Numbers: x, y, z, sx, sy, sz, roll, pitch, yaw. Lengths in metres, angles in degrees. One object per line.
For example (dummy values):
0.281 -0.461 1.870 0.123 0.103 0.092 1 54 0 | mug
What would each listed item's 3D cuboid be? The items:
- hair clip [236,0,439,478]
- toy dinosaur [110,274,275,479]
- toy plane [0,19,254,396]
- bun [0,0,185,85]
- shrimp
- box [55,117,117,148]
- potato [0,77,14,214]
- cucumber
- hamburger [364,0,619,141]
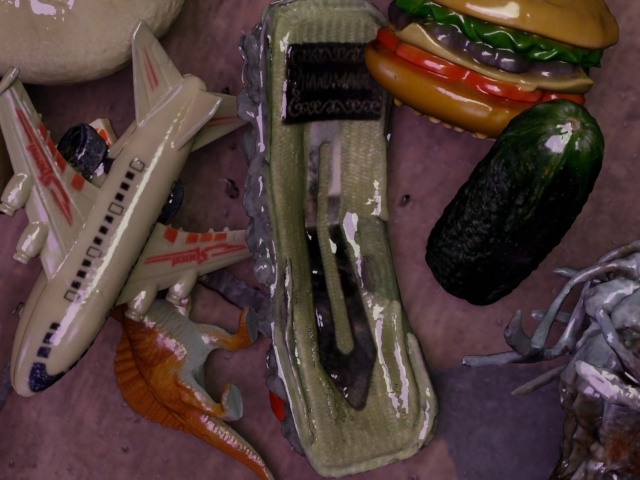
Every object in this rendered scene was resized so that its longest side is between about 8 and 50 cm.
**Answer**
-0.001 -0.001 0.879 0.091 0.138 0.321 -2 94 56 | hair clip
-0.114 0.104 0.951 0.142 0.057 0.212 -8 89 29 | toy dinosaur
-0.143 -0.012 0.870 0.256 0.242 0.104 -56 37 3 | toy plane
-0.191 -0.221 0.886 0.222 0.127 0.222 -1 70 3 | bun
0.242 0.018 0.773 0.410 0.221 0.166 -40 108 -2 | shrimp
-0.192 -0.048 0.986 0.093 0.015 0.058 -28 83 19 | box
-0.270 -0.094 0.931 0.243 0.138 0.098 28 103 37 | potato
0.122 -0.021 0.789 0.074 0.241 0.075 2 73 -7 | cucumber
0.108 -0.128 0.811 0.162 0.162 0.115 23 110 15 | hamburger
